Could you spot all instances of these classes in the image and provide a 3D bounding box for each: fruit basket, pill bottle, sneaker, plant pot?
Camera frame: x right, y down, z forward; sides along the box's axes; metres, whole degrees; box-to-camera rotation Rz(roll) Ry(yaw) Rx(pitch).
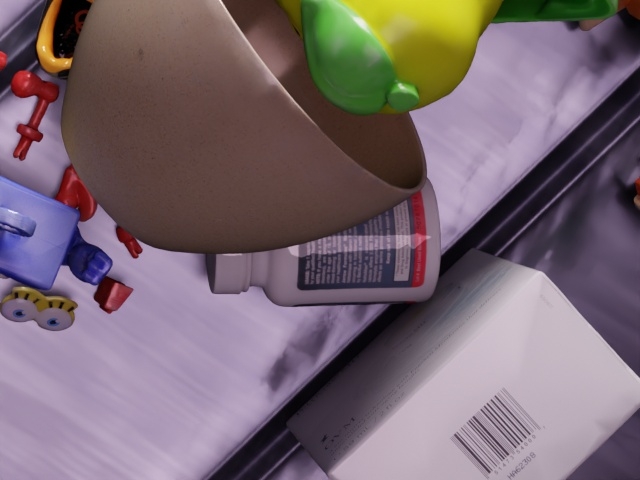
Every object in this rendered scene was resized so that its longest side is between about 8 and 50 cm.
[{"bbox_3d":[0.043,-0.246,1.451,0.392,0.283,0.392,-4,96,-40],"label":"fruit basket"},{"bbox_3d":[0.000,0.000,1.608,0.180,0.108,0.108,-1,95,-10],"label":"pill bottle"},{"bbox_3d":[-0.160,-0.215,1.551,0.084,0.083,0.215,26,105,-1],"label":"sneaker"},{"bbox_3d":[-0.081,-0.098,1.481,0.191,0.284,0.284,-37,101,18],"label":"plant pot"}]

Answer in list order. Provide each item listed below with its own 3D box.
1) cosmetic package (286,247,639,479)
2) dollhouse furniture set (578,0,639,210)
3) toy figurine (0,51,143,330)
[{"bbox_3d":[0.109,0.134,1.580,0.224,0.224,0.138,-43,98,-4],"label":"cosmetic package"},{"bbox_3d":[0.307,-0.133,1.583,0.135,0.262,0.259,-37,137,-15],"label":"dollhouse furniture set"},{"bbox_3d":[-0.265,-0.054,1.476,0.362,0.217,0.191,27,87,-21],"label":"toy figurine"}]
